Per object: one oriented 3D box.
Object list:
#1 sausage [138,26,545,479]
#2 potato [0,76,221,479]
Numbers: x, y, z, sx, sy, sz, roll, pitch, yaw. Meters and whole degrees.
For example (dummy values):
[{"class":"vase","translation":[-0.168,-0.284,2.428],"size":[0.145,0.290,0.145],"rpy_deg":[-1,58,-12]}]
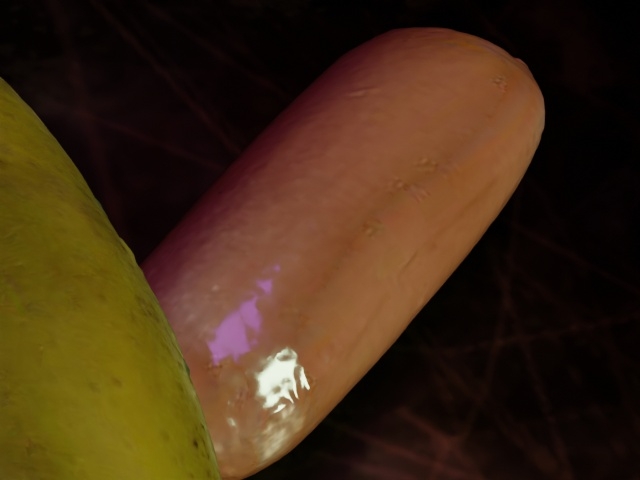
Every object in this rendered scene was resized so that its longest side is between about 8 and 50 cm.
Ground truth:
[{"class":"sausage","translation":[0.000,0.000,0.605],"size":[0.077,0.077,0.194],"rpy_deg":[31,55,15]},{"class":"potato","translation":[-0.130,0.069,0.487],"size":[0.176,0.195,0.369],"rpy_deg":[28,31,-40]}]
